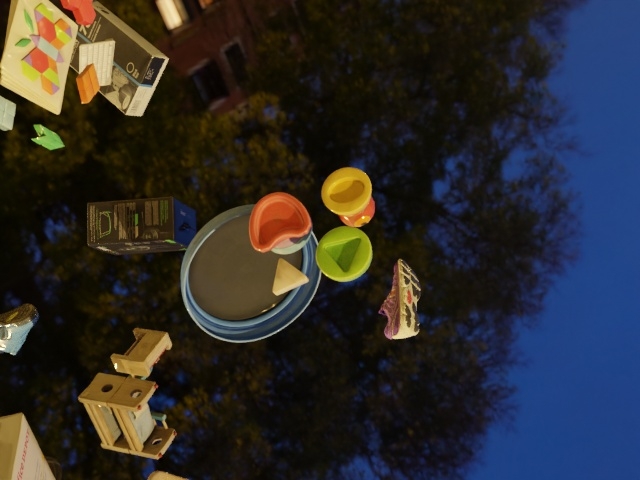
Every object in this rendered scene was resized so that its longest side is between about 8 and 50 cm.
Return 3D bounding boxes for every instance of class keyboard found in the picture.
[{"bbox_3d":[-0.489,-0.380,1.974,0.072,0.014,0.256,-18,174,-18],"label":"keyboard"}]

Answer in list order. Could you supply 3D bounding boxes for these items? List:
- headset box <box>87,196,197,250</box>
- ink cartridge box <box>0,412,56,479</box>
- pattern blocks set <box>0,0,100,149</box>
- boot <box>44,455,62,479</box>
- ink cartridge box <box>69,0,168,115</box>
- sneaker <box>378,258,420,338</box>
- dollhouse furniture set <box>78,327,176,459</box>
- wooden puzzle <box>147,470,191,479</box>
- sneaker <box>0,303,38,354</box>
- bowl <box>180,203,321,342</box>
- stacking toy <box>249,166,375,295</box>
[{"bbox_3d":[-0.518,-0.040,2.716,0.283,0.131,0.246,-4,172,7],"label":"headset box"},{"bbox_3d":[-0.584,0.481,1.597,0.197,0.270,0.198,-12,-146,-2],"label":"ink cartridge box"},{"bbox_3d":[-0.463,-0.317,1.501,0.026,0.325,0.285,-5,171,27],"label":"pattern blocks set"},{"bbox_3d":[-0.663,0.515,2.004,0.189,0.076,0.208,0,176,-23],"label":"boot"},{"bbox_3d":[-0.524,-0.460,2.218,0.332,0.165,0.065,40,-157,26],"label":"ink cartridge box"},{"bbox_3d":[0.141,0.107,1.682,0.071,0.068,0.170,-19,-137,29],"label":"sneaker"},{"bbox_3d":[-0.310,0.271,1.625,0.129,0.129,0.184,5,-142,26],"label":"dollhouse furniture set"},{"bbox_3d":[-0.240,0.631,1.721,0.080,0.348,0.322,-1,-114,57],"label":"wooden puzzle"},{"bbox_3d":[-0.634,0.190,1.894,0.209,0.082,0.069,-20,-158,41],"label":"sneaker"},{"bbox_3d":[-0.187,0.083,2.412,0.391,0.391,0.077,-28,-146,-12],"label":"bowl"},{"bbox_3d":[0.000,0.000,2.161,0.309,0.130,0.280,-15,-116,11],"label":"stacking toy"}]
